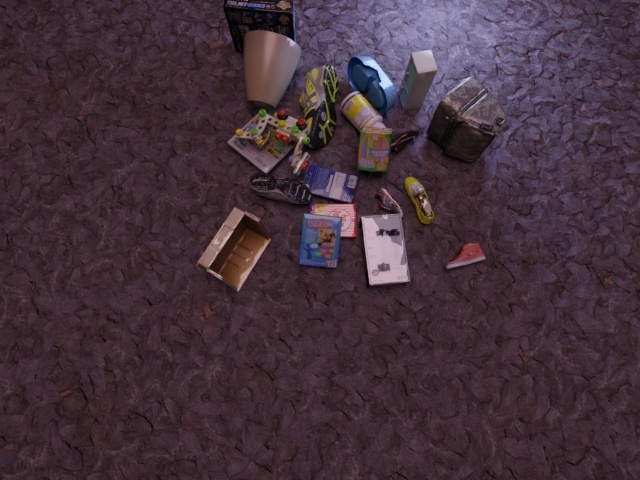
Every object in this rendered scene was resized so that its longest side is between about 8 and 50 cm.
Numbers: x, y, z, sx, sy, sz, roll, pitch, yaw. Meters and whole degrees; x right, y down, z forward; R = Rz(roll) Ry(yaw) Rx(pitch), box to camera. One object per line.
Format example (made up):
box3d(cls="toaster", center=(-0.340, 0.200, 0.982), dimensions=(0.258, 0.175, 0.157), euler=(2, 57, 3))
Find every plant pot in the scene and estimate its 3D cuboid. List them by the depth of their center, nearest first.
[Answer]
box3d(cls="plant pot", center=(-0.238, -0.732, 1.854), dimensions=(0.257, 0.256, 0.273), euler=(12, 91, 2))

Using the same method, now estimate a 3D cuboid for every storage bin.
box3d(cls="storage bin", center=(-0.327, 0.036, 1.623), dimensions=(0.123, 0.260, 0.262), euler=(29, 77, 10))

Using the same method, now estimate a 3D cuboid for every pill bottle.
box3d(cls="pill bottle", center=(0.193, -0.547, 1.859), dimensions=(0.117, 0.117, 0.215), euler=(-37, 79, -10))

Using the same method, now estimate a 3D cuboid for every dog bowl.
box3d(cls="dog bowl", center=(0.234, -0.700, 1.885), dimensions=(0.074, 0.166, 0.297), euler=(-28, 77, -20))

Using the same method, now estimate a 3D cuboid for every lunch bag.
box3d(cls="lunch bag", center=(0.618, -0.487, 1.756), dimensions=(0.213, 0.305, 0.256), euler=(-43, 79, -10))

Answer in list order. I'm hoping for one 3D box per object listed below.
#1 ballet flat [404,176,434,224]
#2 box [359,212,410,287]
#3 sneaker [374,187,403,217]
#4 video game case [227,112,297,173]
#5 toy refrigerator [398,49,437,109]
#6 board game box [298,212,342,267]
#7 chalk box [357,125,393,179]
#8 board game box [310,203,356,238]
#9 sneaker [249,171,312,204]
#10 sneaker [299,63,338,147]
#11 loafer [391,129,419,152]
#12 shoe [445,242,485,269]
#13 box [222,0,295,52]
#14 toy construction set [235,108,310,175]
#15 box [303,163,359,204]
box3d(cls="ballet flat", center=(0.428, -0.180, 1.786), dimensions=(0.077, 0.077, 0.230), euler=(-17, 76, -5))
box3d(cls="box", center=(0.260, 0.042, 1.719), dimensions=(0.169, 0.087, 0.289), euler=(-6, 76, -3))
box3d(cls="sneaker", center=(0.290, -0.149, 1.792), dimensions=(0.065, 0.061, 0.157), euler=(-37, 69, 1))
box3d(cls="video game case", center=(-0.254, -0.426, 1.841), dimensions=(0.227, 0.026, 0.206), euler=(39, 73, 8))
box3d(cls="toy refrigerator", center=(0.414, -0.689, 1.823), dimensions=(0.095, 0.269, 0.102), euler=(-12, 76, -4))
box3d(cls="board game box", center=(0.000, 0.000, 1.706), dimensions=(0.160, 0.047, 0.210), euler=(7, 98, -1))
box3d(cls="chalk box", center=(0.229, -0.364, 1.775), dimensions=(0.132, 0.132, 0.212), euler=(6, 116, 9))
box3d(cls="board game box", center=(0.052, -0.080, 1.768), dimensions=(0.194, 0.045, 0.146), euler=(-1, 76, -1))
box3d(cls="sneaker", center=(-0.164, -0.212, 1.773), dimensions=(0.272, 0.108, 0.100), euler=(16, 71, -3))
box3d(cls="sneaker", center=(-0.018, -0.589, 1.878), dimensions=(0.147, 0.145, 0.383), euler=(2, 76, 33))
box3d(cls="loafer", center=(0.337, -0.428, 1.860), dimensions=(0.220, 0.080, 0.078), euler=(-21, 99, 3))
box3d(cls="shoe", center=(0.589, 0.065, 1.735), dimensions=(0.178, 0.063, 0.081), euler=(-14, 74, -10))
box3d(cls="box", center=(-0.256, -0.943, 1.866), dimensions=(0.294, 0.295, 0.073), euler=(5, 77, 1))
box3d(cls="toy construction set", center=(-0.169, -0.427, 1.755), dimensions=(0.328, 0.151, 0.215), euler=(35, 72, 6))
box3d(cls="box", center=(0.042, -0.242, 1.816), dimensions=(0.226, 0.036, 0.136), euler=(15, 75, 3))
